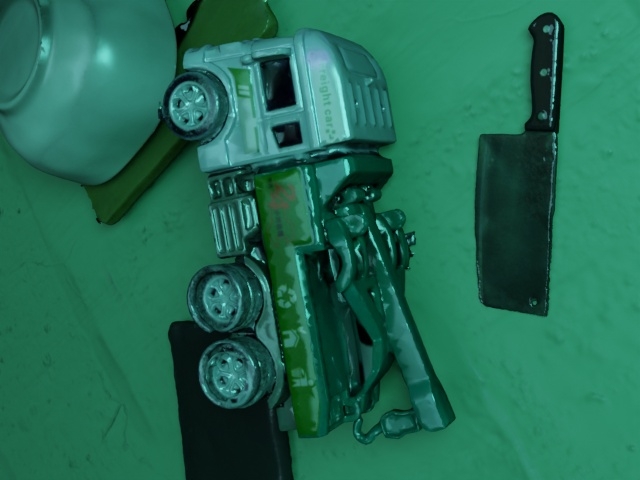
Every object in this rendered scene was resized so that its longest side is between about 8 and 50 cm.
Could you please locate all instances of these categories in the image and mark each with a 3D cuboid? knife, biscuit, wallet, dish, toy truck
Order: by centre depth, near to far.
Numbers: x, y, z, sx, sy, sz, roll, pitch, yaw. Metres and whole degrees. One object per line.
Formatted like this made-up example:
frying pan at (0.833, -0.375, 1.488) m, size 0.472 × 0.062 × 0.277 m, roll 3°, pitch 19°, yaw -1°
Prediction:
knife at (0.161, -0.061, 0.691) m, size 0.072 × 0.019 × 0.245 m, roll 8°, pitch 101°, yaw 34°
toy truck at (-0.007, -0.001, 0.729) m, size 0.178 × 0.176 × 0.363 m, roll -13°, pitch 88°, yaw 25°
dish at (-0.271, -0.190, 0.877) m, size 0.256 × 0.117 × 0.256 m, roll -5°, pitch 82°, yaw 42°
biscuit at (-0.156, -0.145, 0.879) m, size 0.322 × 0.038 × 0.099 m, roll -44°, pitch 67°, yaw 28°
wallet at (-0.092, 0.223, 0.883) m, size 0.146 × 0.030 × 0.285 m, roll -3°, pitch 94°, yaw 31°
